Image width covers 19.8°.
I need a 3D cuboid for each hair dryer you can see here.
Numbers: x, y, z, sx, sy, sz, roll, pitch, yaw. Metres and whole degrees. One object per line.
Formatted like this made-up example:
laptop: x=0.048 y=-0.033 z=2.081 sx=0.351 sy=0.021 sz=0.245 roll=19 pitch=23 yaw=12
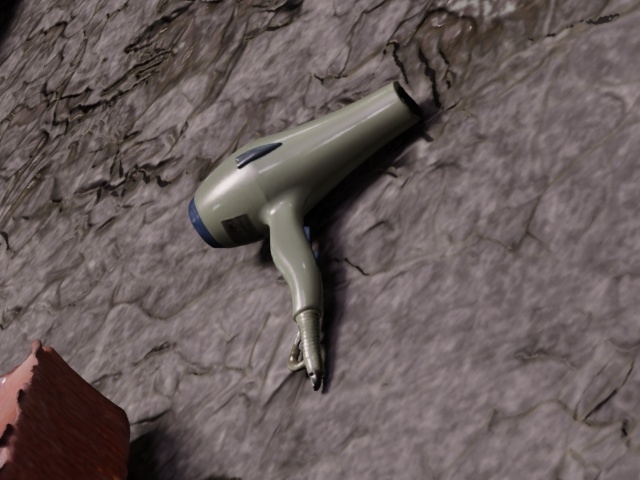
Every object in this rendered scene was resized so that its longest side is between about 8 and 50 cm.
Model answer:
hair dryer: x=0.012 y=-0.018 z=1.166 sx=0.167 sy=0.067 sz=0.199 roll=-42 pitch=43 yaw=6

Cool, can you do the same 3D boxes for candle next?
candle: x=-0.220 y=0.206 z=1.152 sx=0.317 sy=0.131 sz=0.287 roll=-25 pitch=30 yaw=56
